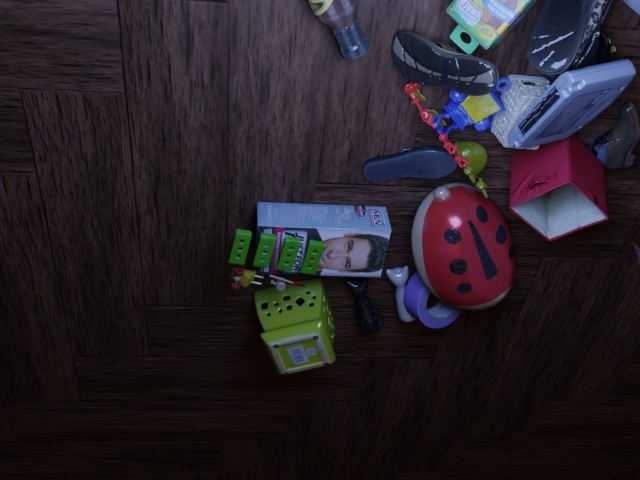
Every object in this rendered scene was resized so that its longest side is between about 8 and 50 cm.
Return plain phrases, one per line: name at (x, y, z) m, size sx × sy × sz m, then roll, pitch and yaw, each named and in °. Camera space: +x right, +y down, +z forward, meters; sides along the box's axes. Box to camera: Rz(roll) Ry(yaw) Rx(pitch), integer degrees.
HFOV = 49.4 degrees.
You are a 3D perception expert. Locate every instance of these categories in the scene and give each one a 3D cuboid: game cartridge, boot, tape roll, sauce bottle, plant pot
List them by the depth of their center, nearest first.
sauce bottle at (0.016, -0.559, 1.529) m, size 0.112 × 0.111 × 0.344 m, roll -21°, pitch 128°, yaw 12°
boot at (0.609, -0.510, 1.587) m, size 0.284 × 0.138 × 0.377 m, roll 22°, pitch 90°, yaw -59°
game cartridge at (0.583, -0.313, 1.616) m, size 0.196 × 0.060 × 0.294 m, roll -11°, pitch 162°, yaw -17°
boot at (0.790, -0.271, 1.876) m, size 0.106 × 0.082 × 0.219 m, roll -14°, pitch 132°, yaw 3°
tape roll at (0.358, 0.173, 2.162) m, size 0.189 × 0.080 × 0.188 m, roll -10°, pitch 113°, yaw -24°
plant pot at (-0.073, 0.282, 2.183) m, size 0.227 × 0.207 × 0.228 m, roll -13°, pitch 132°, yaw 5°

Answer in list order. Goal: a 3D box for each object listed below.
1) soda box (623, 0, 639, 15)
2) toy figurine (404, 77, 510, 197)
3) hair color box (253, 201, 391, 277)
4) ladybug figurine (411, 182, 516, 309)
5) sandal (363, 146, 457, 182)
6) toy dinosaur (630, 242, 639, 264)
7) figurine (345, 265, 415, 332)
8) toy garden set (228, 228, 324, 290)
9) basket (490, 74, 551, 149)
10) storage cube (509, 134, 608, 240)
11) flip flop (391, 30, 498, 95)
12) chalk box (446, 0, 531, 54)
soda box at (0.741, -0.538, 1.505) m, size 0.091 × 0.286 × 0.098 m, roll -10°, pitch 130°, yaw 0°
toy figurine at (0.401, -0.307, 1.745) m, size 0.217 × 0.191 × 0.362 m, roll -36°, pitch 126°, yaw 17°
hair color box at (0.000, 0.000, 2.008) m, size 0.375 × 0.113 × 0.185 m, roll 2°, pitch 130°, yaw -8°
ladybug figurine at (0.427, 0.033, 1.996) m, size 0.305 × 0.162 × 0.449 m, roll -38°, pitch 122°, yaw -7°
sandal at (0.238, -0.214, 1.872) m, size 0.255 × 0.054 × 0.097 m, roll -3°, pitch 135°, yaw 20°
toy dinosaur at (1.016, 0.043, 2.211) m, size 0.090 × 0.047 × 0.082 m, roll 27°, pitch 141°, yaw 15°
figurine at (0.201, 0.174, 2.202) m, size 0.215 × 0.092 × 0.209 m, roll -16°, pitch 126°, yaw 7°
toy garden set at (-0.133, 0.060, 1.944) m, size 0.245 × 0.049 × 0.203 m, roll 9°, pitch 127°, yaw -13°
basket at (0.522, -0.326, 1.787) m, size 0.114 × 0.103 × 0.167 m, roll 3°, pitch 129°, yaw -10°
storage cube at (0.635, -0.148, 1.862) m, size 0.215 × 0.193 × 0.184 m, roll 34°, pitch 140°, yaw -28°
flip flop at (0.292, -0.418, 1.637) m, size 0.277 × 0.080 × 0.112 m, roll 23°, pitch 128°, yaw 23°
chalk box at (0.378, -0.518, 1.558) m, size 0.132 × 0.132 × 0.213 m, roll 44°, pitch 119°, yaw 5°
